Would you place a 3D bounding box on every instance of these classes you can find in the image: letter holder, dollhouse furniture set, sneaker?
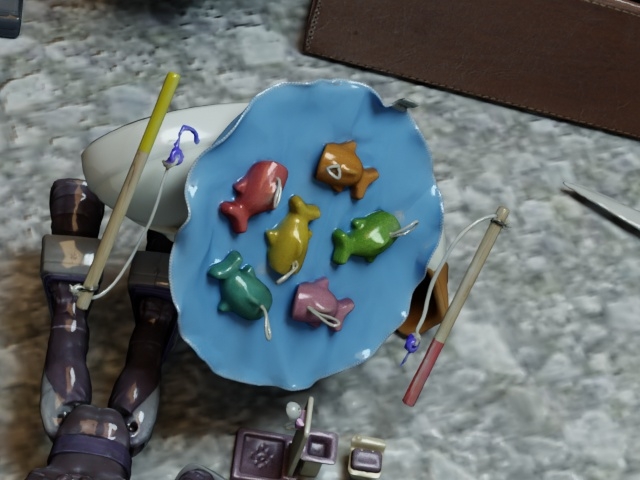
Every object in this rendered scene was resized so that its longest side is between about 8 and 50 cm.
[{"bbox_3d":[0.163,-0.208,1.253,0.302,0.214,0.152,14,58,-4],"label":"letter holder"},{"bbox_3d":[-0.006,0.152,1.083,0.091,0.081,0.114,11,59,-6],"label":"dollhouse furniture set"},{"bbox_3d":[-0.014,-0.001,1.099,0.290,0.106,0.123,12,59,-46],"label":"sneaker"}]

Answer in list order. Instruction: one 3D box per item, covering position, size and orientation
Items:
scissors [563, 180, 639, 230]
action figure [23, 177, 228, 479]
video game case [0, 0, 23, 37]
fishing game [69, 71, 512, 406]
[{"bbox_3d":[0.301,0.037,1.252,0.297,0.021,0.109,16,60,-4],"label":"scissors"},{"bbox_3d":[-0.129,0.109,1.074,0.185,0.099,0.285,12,59,-7],"label":"action figure"},{"bbox_3d":[-0.299,-0.268,1.302,0.196,0.026,0.274,5,60,-9],"label":"video game case"},{"bbox_3d":[0.000,0.000,1.044,0.264,0.041,0.189,25,93,-38],"label":"fishing game"}]
